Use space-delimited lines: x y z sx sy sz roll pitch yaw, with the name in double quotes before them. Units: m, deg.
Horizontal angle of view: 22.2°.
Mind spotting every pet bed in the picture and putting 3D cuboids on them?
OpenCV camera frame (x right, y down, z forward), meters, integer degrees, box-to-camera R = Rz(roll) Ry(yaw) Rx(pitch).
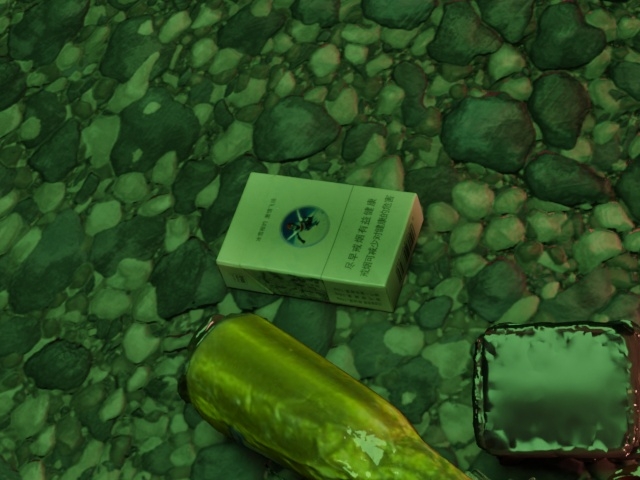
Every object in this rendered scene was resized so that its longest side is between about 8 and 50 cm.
"pet bed" 0.300 0.188 2.046 0.211 0.159 0.183 -4 81 15

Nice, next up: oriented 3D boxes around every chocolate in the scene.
"chocolate" 0.010 0.236 2.030 0.162 0.162 0.445 -45 45 -17

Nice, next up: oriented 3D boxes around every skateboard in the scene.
"skateboard" -0.052 0.330 2.115 0.083 0.032 0.064 37 82 30

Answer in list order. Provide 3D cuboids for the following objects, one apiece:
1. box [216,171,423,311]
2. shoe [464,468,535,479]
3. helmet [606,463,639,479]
"box" 0.000 0.000 2.307 0.256 0.069 0.164 8 58 20
"shoe" 0.183 0.326 2.011 0.180 0.089 0.092 4 58 15
"helmet" 0.377 0.331 1.971 0.089 0.057 0.111 29 73 34
